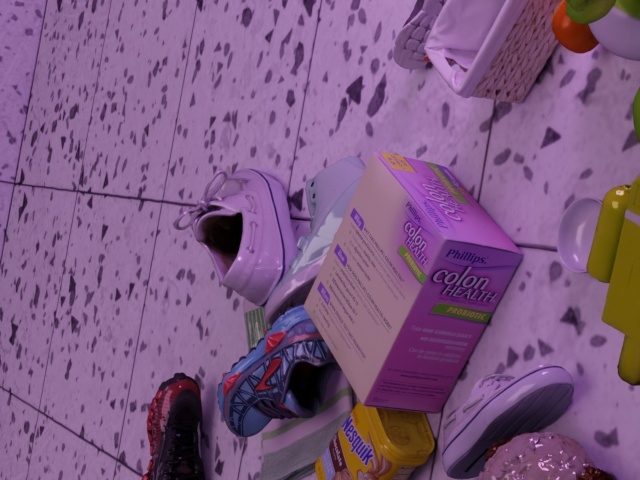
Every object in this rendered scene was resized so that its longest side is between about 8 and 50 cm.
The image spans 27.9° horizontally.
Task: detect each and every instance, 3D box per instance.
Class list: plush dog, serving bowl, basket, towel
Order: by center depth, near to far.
[{"bbox_3d":[0.195,0.297,1.321,0.225,0.210,0.262,-55,30,-6],"label":"plush dog"},{"bbox_3d":[0.291,-0.004,1.379,0.083,0.027,0.083,-28,57,55],"label":"serving bowl"},{"bbox_3d":[0.216,-0.256,1.513,0.167,0.103,0.113,-62,34,29],"label":"basket"},{"bbox_3d":[-0.037,0.181,1.880,0.248,0.038,0.324,-38,49,48],"label":"towel"}]

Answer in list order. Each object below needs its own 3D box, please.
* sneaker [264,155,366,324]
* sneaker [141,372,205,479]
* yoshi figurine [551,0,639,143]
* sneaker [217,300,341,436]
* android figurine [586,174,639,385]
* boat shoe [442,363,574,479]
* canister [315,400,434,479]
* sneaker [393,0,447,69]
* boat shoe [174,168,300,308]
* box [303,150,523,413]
[{"bbox_3d":[0.001,0.000,1.793,0.256,0.094,0.151,-46,46,20],"label":"sneaker"},{"bbox_3d":[-0.233,0.359,2.104,0.135,0.098,0.276,20,101,60],"label":"sneaker"},{"bbox_3d":[0.317,-0.183,1.249,0.362,0.204,0.203,-132,42,-51],"label":"yoshi figurine"},{"bbox_3d":[-0.056,0.204,1.778,0.262,0.104,0.125,-55,42,34],"label":"sneaker"},{"bbox_3d":[0.345,0.033,1.146,0.248,0.056,0.273,32,130,38],"label":"android figurine"},{"bbox_3d":[0.194,0.185,1.431,0.226,0.083,0.075,-50,42,43],"label":"boat shoe"},{"bbox_3d":[0.065,0.274,1.640,0.170,0.073,0.126,-59,35,35],"label":"canister"},{"bbox_3d":[0.148,-0.300,1.712,0.158,0.061,0.065,-61,8,28],"label":"sneaker"},{"bbox_3d":[-0.143,-0.024,1.966,0.136,0.156,0.367,-57,25,22],"label":"boat shoe"},{"bbox_3d":[0.107,0.051,1.592,0.243,0.117,0.213,-67,32,23],"label":"box"}]
